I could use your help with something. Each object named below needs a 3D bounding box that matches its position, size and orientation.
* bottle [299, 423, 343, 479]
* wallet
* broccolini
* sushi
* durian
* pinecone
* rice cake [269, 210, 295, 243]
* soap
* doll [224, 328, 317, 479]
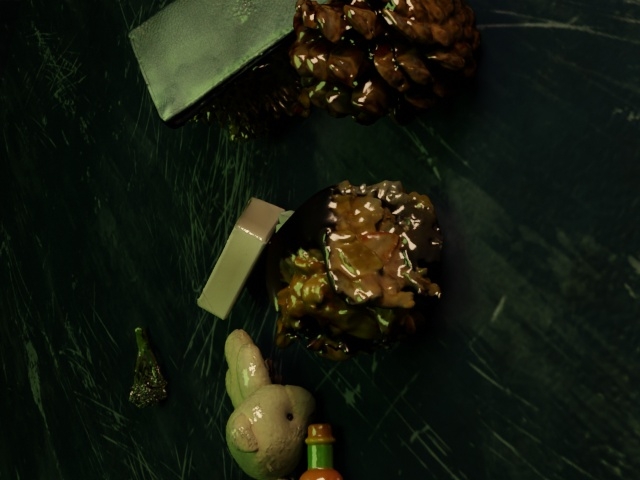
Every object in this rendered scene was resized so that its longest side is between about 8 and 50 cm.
[{"bbox_3d":[0.001,0.354,1.262,0.069,0.069,0.187,-23,65,53],"label":"bottle"},{"bbox_3d":[-0.108,-0.332,1.284,0.379,0.046,0.190,-32,63,16],"label":"wallet"},{"bbox_3d":[-0.353,0.260,1.845,0.091,0.068,0.202,-44,33,28],"label":"broccolini"},{"bbox_3d":[0.038,0.047,1.136,0.204,0.213,0.200,112,168,-52],"label":"sushi"},{"bbox_3d":[-0.152,-0.284,1.454,0.293,0.258,0.258,39,117,46],"label":"durian"},{"bbox_3d":[0.082,-0.253,1.114,0.257,0.243,0.243,111,146,-46],"label":"pinecone"},{"bbox_3d":[0.000,0.000,1.327,0.206,0.069,0.063,22,105,58],"label":"rice cake"},{"bbox_3d":[-0.133,0.027,1.475,0.183,0.064,0.121,-61,2,32],"label":"soap"},{"bbox_3d":[-0.089,0.248,1.394,0.149,0.175,0.278,-35,35,2],"label":"doll"}]
